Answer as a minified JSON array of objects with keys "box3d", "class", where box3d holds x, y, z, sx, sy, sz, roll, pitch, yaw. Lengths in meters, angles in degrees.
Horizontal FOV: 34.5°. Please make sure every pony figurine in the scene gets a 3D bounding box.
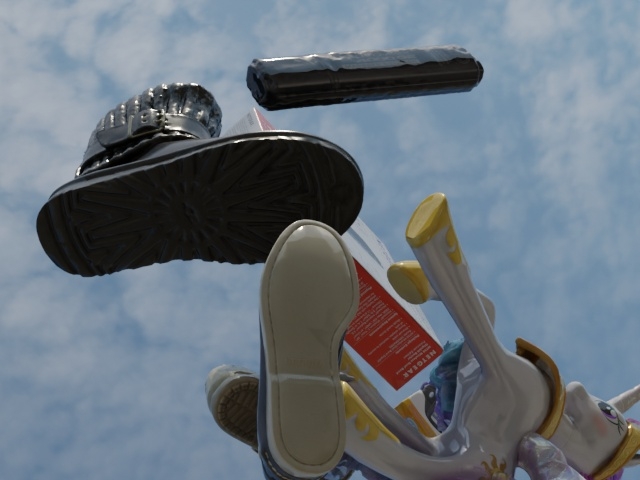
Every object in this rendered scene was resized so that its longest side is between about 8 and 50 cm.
[{"box3d":[0.138,0.194,0.880,0.363,0.303,0.351,40,-117,-22],"class":"pony figurine"}]

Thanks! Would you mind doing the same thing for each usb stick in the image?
[{"box3d":[0.052,-0.185,1.153,0.278,0.077,0.045,-9,-50,-24],"class":"usb stick"}]

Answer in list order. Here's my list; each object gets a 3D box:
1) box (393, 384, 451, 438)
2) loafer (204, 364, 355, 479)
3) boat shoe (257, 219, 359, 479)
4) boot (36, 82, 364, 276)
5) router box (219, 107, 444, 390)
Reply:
[{"box3d":[0.139,0.190,1.116,0.136,0.028,0.081,-22,-109,-50],"class":"box"},{"box3d":[-0.047,0.228,1.280,0.102,0.092,0.268,-43,-52,-1],"class":"loafer"},{"box3d":[-0.018,0.079,0.736,0.075,0.065,0.206,13,-127,-15],"class":"boat shoe"},{"box3d":[-0.119,-0.085,1.117,0.348,0.260,0.131,-5,-64,9],"class":"boot"},{"box3d":[0.000,0.000,1.351,0.082,0.335,0.301,-41,-65,8],"class":"router box"}]
